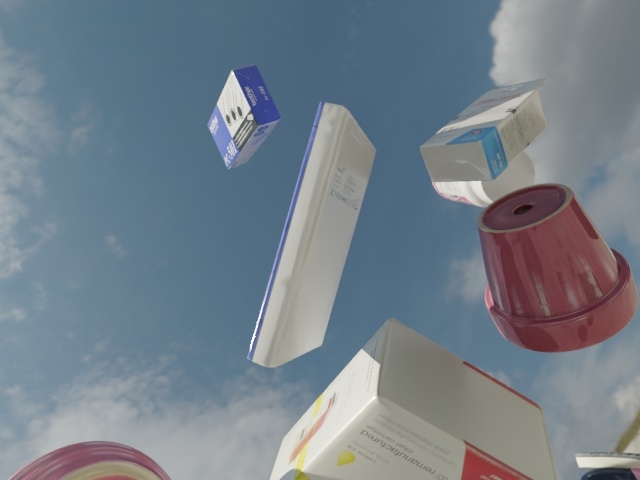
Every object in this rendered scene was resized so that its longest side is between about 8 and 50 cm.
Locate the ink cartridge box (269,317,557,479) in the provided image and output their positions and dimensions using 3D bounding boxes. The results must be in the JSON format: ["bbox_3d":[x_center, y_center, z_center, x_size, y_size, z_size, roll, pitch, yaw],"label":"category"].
[{"bbox_3d":[0.115,0.352,0.719,0.279,0.160,0.385,30,-57,-4],"label":"ink cartridge box"}]

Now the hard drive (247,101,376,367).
[{"bbox_3d":[0.000,0.000,0.638,0.210,0.040,0.319,14,-88,-72],"label":"hard drive"}]

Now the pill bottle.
[{"bbox_3d":[0.403,-0.169,1.162,0.160,0.283,0.161,-1,-80,-7],"label":"pill bottle"}]

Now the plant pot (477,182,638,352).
[{"bbox_3d":[0.319,0.027,0.658,0.201,0.201,0.180,-35,-71,-12],"label":"plant pot"}]

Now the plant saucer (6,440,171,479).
[{"bbox_3d":[-0.322,0.454,0.646,0.084,0.333,0.332,-34,-46,31],"label":"plant saucer"}]

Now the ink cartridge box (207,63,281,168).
[{"bbox_3d":[-0.140,-0.206,0.798,0.046,0.207,0.097,-25,-90,-26],"label":"ink cartridge box"}]

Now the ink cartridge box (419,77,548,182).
[{"bbox_3d":[0.238,-0.153,0.640,0.180,0.104,0.060,-40,-65,-25],"label":"ink cartridge box"}]

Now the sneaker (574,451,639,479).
[{"bbox_3d":[0.558,0.395,0.678,0.112,0.318,0.131,21,-116,-35],"label":"sneaker"}]
